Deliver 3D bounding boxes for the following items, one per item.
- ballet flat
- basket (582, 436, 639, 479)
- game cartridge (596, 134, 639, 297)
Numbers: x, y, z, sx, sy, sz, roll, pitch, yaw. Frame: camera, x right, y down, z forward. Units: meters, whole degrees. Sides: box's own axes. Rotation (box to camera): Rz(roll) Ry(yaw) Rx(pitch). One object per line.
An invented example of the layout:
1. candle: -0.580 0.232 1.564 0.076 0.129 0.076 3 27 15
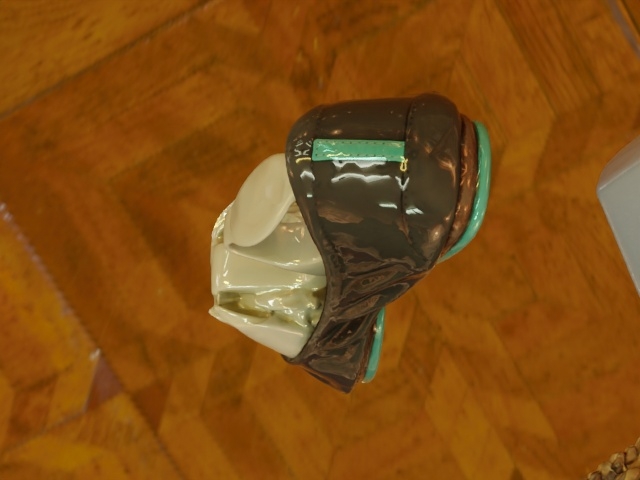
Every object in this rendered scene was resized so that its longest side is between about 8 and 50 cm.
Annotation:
1. ballet flat: 0.000 0.000 0.792 0.096 0.280 0.095 4 68 -8
2. basket: 0.270 0.232 1.012 0.299 0.213 0.223 -13 137 -16
3. game cartridge: 0.297 -0.009 0.829 0.297 0.062 0.198 -14 107 30
